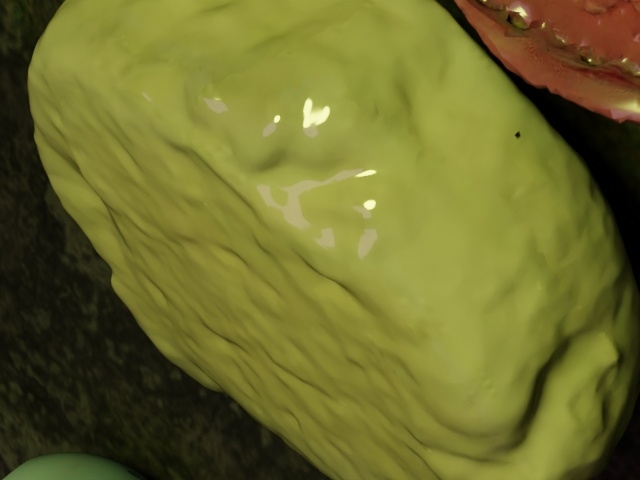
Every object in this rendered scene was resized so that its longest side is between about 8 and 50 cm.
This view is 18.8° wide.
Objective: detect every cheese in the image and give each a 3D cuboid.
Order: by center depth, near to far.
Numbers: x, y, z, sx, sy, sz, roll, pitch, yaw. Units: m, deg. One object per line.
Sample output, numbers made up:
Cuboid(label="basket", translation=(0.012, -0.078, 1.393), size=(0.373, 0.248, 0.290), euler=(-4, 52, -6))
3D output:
Cuboid(label="cheese", translation=(0.000, 0.000, 0.895), size=(0.318, 0.115, 0.326), euler=(46, 160, 0))

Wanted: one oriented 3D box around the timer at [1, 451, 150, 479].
Cuboid(label="timer", translation=(-0.119, 0.240, 1.205), size=(0.255, 0.175, 0.175), euler=(40, 144, -17))

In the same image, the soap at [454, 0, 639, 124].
Cuboid(label="soap", translation=(0.115, -0.164, 0.745), size=(0.289, 0.112, 0.182), euler=(52, 136, 17))
